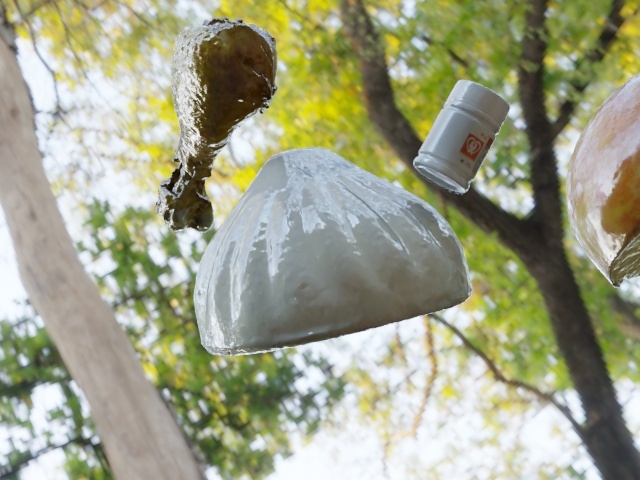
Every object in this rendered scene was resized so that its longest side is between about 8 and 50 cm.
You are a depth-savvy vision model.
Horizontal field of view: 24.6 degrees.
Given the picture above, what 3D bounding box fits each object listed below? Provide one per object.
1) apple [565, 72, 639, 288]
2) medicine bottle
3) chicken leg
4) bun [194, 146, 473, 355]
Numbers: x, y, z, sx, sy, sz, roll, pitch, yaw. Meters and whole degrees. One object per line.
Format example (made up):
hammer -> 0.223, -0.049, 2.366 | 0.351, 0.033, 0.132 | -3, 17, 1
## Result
apple -> 0.359, -0.089, 1.454 | 0.293, 0.163, 0.251 | -3, -41, -50
medicine bottle -> 0.127, -0.093, 1.318 | 0.057, 0.057, 0.089 | 35, -100, -39
chicken leg -> -0.108, -0.105, 1.384 | 0.087, 0.107, 0.251 | -1, -48, -27
bun -> 0.000, 0.000, 1.348 | 0.263, 0.263, 0.175 | -14, -89, -20
